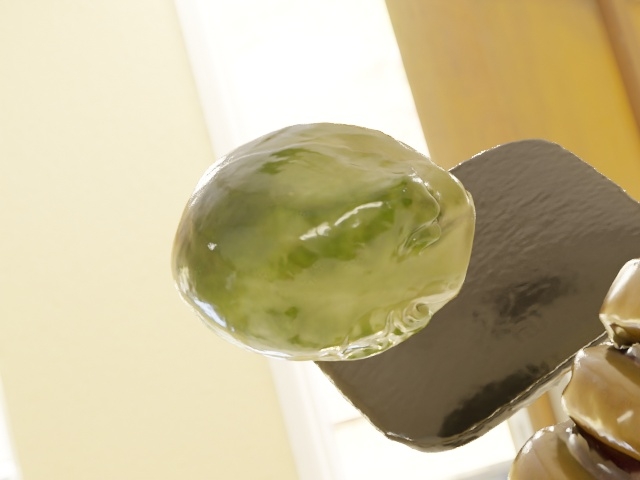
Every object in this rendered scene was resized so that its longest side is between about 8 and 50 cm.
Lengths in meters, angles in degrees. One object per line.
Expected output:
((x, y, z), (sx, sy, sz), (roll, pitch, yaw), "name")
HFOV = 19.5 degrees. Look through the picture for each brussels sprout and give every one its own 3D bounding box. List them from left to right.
((0.000, 0.003, 0.944), (0.155, 0.117, 0.155), (6, -157, -2), "brussels sprout")

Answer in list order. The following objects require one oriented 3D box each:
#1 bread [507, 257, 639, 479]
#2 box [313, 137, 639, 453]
((0.115, 0.081, 0.521), (0.225, 0.134, 0.081), (-63, 161, 17), "bread")
((0.098, 0.032, 1.135), (0.212, 0.201, 0.042), (-38, 129, -4), "box")
